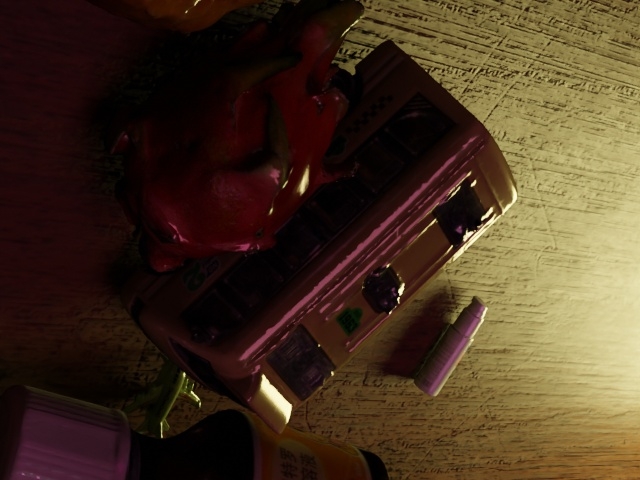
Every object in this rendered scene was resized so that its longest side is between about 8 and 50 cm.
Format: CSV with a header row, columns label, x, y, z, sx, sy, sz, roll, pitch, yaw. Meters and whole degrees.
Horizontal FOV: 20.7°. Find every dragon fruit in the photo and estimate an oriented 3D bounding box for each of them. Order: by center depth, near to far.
label,x,y,z,sx,sy,sz,roll,pitch,yaw
dragon fruit,-0.067,-0.097,1.553,0.269,0.198,0.200,-57,-170,-34

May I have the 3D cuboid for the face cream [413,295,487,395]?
label,x,y,z,sx,sy,sz,roll,pitch,yaw
face cream,0.159,0.125,2.096,0.034,0.034,0.130,12,114,-51

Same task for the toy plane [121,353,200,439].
label,x,y,z,sx,sy,sz,roll,pitch,yaw
toy plane,-0.162,0.159,1.789,0.102,0.040,0.111,-11,130,-42

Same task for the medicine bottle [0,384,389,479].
label,x,y,z,sx,sy,sz,roll,pitch,yaw
medicine bottle,-0.137,0.273,1.666,0.395,0.242,0.242,15,115,-24

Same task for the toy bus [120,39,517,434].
label,x,y,z,sx,sy,sz,roll,pitch,yaw
toy bus,0.000,0.000,1.668,0.365,0.202,0.177,-44,146,-5

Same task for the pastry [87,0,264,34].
label,x,y,z,sx,sy,sz,roll,pitch,yaw
pastry,-0.106,-0.317,1.294,0.356,0.164,0.356,-27,135,-31
